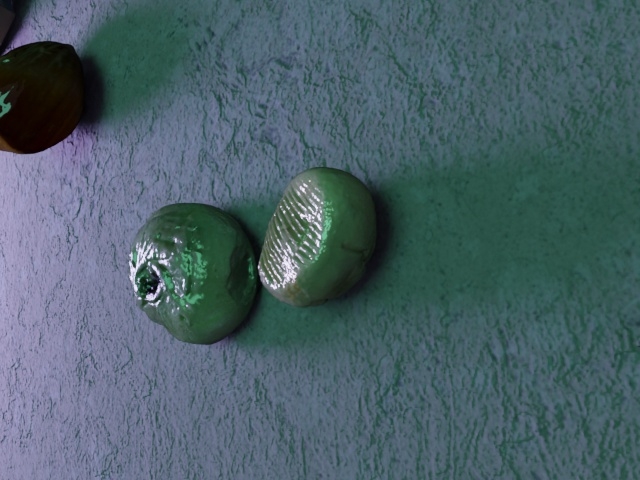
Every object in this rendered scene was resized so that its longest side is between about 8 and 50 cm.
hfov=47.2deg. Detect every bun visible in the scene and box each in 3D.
[{"bbox_3d":[0.000,0.000,0.908,0.164,0.111,0.188,46,117,50],"label":"bun"},{"bbox_3d":[-0.190,0.044,1.044,0.221,0.108,0.221,-5,82,37],"label":"bun"}]

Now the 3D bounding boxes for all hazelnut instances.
[{"bbox_3d":[-0.508,-0.257,1.281,0.212,0.181,0.180,37,128,45],"label":"hazelnut"}]

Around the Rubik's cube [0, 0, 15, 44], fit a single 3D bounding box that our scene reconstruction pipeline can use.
[{"bbox_3d":[-0.719,-0.463,1.445,0.265,0.224,0.213,-17,75,8],"label":"Rubik's cube"}]
